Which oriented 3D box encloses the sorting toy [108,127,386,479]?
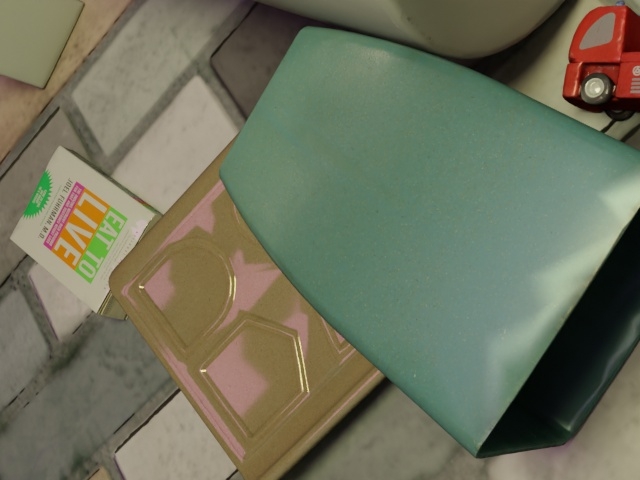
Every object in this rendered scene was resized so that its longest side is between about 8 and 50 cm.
[{"bbox_3d":[0.000,0.000,0.777,0.307,0.041,0.229,-46,62,13],"label":"sorting toy"}]

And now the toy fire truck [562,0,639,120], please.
[{"bbox_3d":[0.239,-0.137,0.618,0.192,0.047,0.135,7,86,37],"label":"toy fire truck"}]

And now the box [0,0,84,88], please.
[{"bbox_3d":[-0.325,-0.220,0.960,0.130,0.170,0.091,35,101,35],"label":"box"}]

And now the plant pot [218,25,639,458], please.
[{"bbox_3d":[0.070,-0.015,0.624,0.234,0.165,0.165,35,100,28],"label":"plant pot"}]

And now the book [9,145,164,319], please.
[{"bbox_3d":[-0.198,-0.009,0.923,0.144,0.035,0.096,32,97,36],"label":"book"}]

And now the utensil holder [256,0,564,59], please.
[{"bbox_3d":[-0.026,-0.308,0.673,0.386,0.328,0.327,28,98,33],"label":"utensil holder"}]
